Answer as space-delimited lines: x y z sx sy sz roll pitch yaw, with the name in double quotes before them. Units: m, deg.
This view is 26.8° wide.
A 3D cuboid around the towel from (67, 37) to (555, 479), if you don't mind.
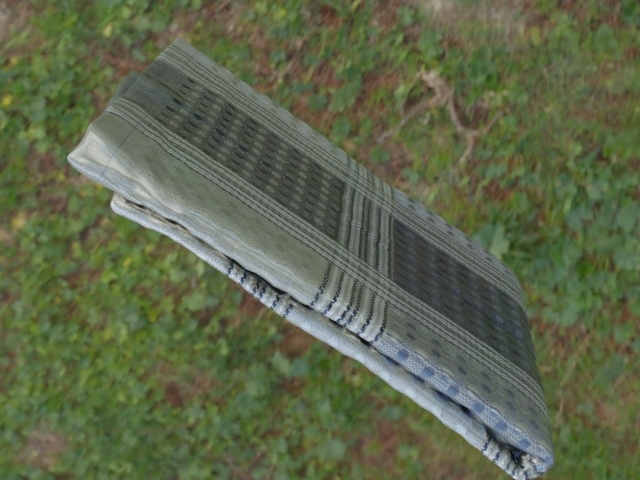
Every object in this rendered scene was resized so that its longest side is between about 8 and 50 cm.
"towel" 0.000 0.000 0.847 0.324 0.312 0.056 35 107 -7
